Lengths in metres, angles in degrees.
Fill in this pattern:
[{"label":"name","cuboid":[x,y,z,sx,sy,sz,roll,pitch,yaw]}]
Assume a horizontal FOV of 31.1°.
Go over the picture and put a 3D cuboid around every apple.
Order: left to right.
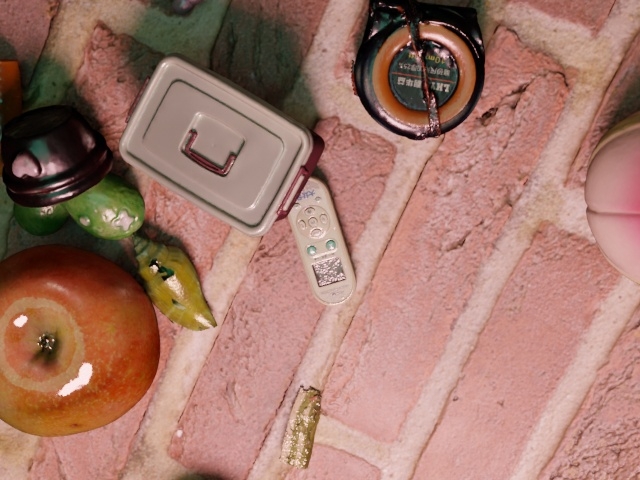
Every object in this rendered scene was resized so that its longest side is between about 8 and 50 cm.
[{"label":"apple","cuboid":[-0.419,0.163,1.841,0.319,0.277,0.319,1,98,5]}]

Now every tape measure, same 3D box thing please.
[{"label":"tape measure","cuboid":[0.152,-0.268,1.789,0.202,0.135,0.222,6,102,-5]}]

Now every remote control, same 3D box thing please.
[{"label":"remote control","cuboid":[0.000,0.000,1.891,0.078,0.042,0.221,-17,98,8]}]

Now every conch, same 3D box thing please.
[{"label":"conch","cuboid":[-0.251,0.068,1.916,0.095,0.079,0.200,-14,107,26]}]

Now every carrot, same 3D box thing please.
[{"label":"carrot","cuboid":[-0.528,-0.203,1.893,0.087,0.087,0.193,11,96,4]}]

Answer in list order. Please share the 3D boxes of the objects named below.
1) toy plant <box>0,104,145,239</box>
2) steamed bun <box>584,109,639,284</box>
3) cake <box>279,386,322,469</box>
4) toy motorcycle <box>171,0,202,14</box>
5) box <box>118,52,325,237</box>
[{"label":"toy plant","cuboid":[-0.409,-0.096,1.864,0.218,0.175,0.235,-6,126,14]},{"label":"steamed bun","cuboid":[0.543,-0.061,1.702,0.309,0.309,0.309,1,99,6]},{"label":"cake","cuboid":[-0.033,0.319,1.941,0.051,0.055,0.140,12,98,10]},{"label":"toy motorcycle","cuboid":[-0.204,-0.437,1.825,0.225,0.073,0.152,-4,100,8]},{"label":"box","cuboid":[-0.144,-0.147,1.800,0.294,0.167,0.193,31,99,11]}]
